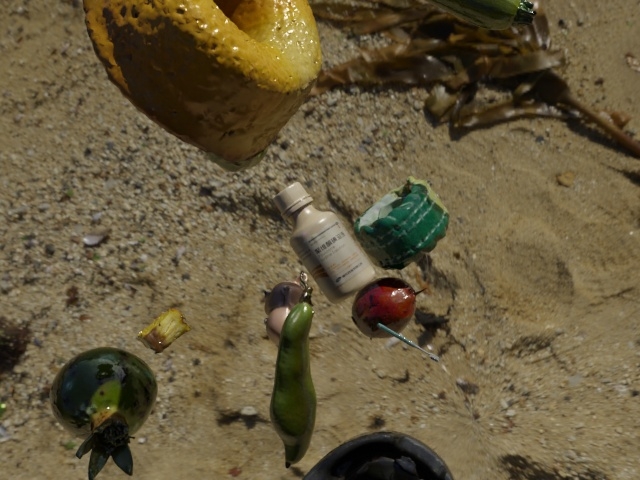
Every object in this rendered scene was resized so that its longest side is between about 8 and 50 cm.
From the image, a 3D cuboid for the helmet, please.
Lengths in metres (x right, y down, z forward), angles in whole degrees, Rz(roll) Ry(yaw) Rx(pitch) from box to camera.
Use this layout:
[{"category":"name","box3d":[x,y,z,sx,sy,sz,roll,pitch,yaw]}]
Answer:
[{"category":"helmet","box3d":[0.056,0.348,0.772,0.198,0.154,0.253,31,85,14]}]

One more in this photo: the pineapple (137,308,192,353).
[{"category":"pineapple","box3d":[-0.373,0.222,1.521,0.137,0.116,0.069,-34,105,22]}]

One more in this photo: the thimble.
[{"category":"thimble","box3d":[0.237,-0.051,1.877,0.167,0.254,0.288,52,57,-14]}]

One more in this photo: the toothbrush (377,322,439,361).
[{"category":"toothbrush","box3d":[0.205,0.239,1.525,0.167,0.014,0.011,30,110,3]}]

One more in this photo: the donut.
[{"category":"donut","box3d":[-0.109,-0.237,0.689,0.110,0.303,0.303,-29,68,33]}]

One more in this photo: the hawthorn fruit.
[{"category":"hawthorn fruit","box3d":[0.201,0.178,1.861,0.235,0.181,0.181,-36,68,25]}]

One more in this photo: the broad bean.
[{"category":"broad bean","box3d":[-0.039,0.218,1.053,0.067,0.075,0.325,12,103,34]}]

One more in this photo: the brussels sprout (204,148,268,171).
[{"category":"brussels sprout","box3d":[-0.203,-0.243,1.599,0.181,0.161,0.144,6,60,51]}]

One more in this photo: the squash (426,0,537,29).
[{"category":"squash","box3d":[0.184,-0.365,0.933,0.258,0.069,0.069,33,84,6]}]

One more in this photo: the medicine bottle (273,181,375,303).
[{"category":"medicine bottle","box3d":[0.000,0.000,1.324,0.114,0.114,0.252,-35,88,2]}]

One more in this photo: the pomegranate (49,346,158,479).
[{"category":"pomegranate","box3d":[-0.327,0.256,0.974,0.156,0.156,0.220,-17,42,8]}]

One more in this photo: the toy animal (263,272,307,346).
[{"category":"toy animal","box3d":[-0.063,0.133,1.182,0.083,0.089,0.150,-25,40,35]}]
